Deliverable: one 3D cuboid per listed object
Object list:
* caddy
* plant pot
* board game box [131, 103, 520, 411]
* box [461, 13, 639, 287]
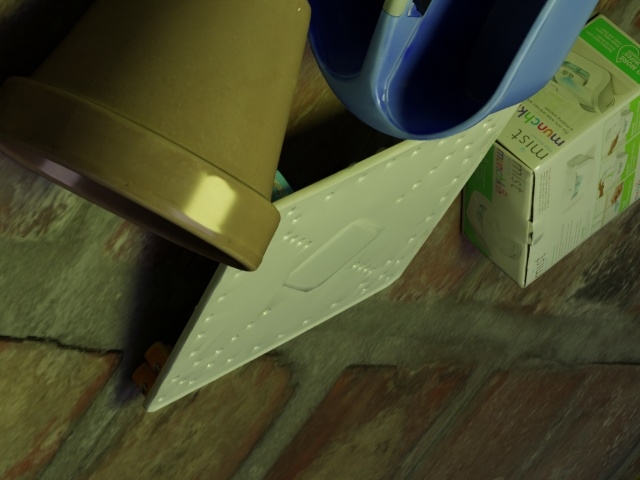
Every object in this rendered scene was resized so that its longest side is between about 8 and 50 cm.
[{"bbox_3d":[0.124,-0.257,1.789,0.179,0.241,0.341,-19,143,-54],"label":"caddy"},{"bbox_3d":[-0.124,-0.131,1.633,0.229,0.263,0.263,-65,154,-6],"label":"plant pot"},{"bbox_3d":[0.000,0.000,2.083,0.390,0.050,0.390,-27,160,-35],"label":"board game box"},{"bbox_3d":[0.297,-0.104,2.381,0.231,0.127,0.262,-36,152,-18],"label":"box"}]
